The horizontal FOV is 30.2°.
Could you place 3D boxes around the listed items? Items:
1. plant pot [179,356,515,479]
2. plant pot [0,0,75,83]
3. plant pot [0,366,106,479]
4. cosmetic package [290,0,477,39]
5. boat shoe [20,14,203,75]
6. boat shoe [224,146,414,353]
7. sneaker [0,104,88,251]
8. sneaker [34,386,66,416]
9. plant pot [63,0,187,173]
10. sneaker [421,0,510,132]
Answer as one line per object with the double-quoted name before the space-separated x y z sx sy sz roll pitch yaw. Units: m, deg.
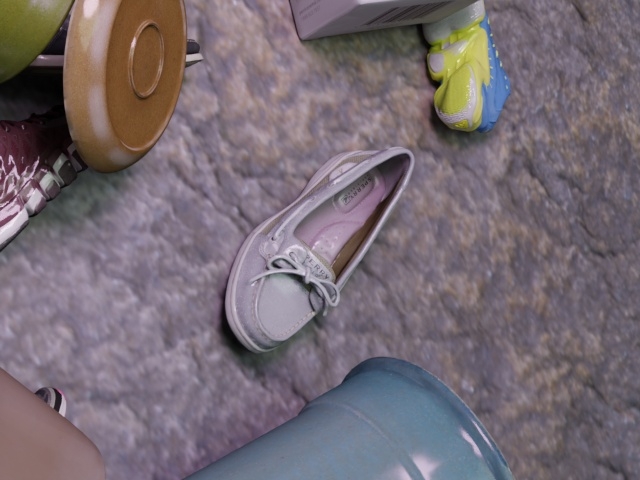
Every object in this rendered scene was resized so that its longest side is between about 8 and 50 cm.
"plant pot" -0.017 0.334 1.206 0.334 0.341 0.341 -20 93 -30
"plant pot" -0.404 -0.302 1.039 0.353 0.367 0.366 23 67 -45
"plant pot" -0.341 0.202 0.966 0.280 0.323 0.323 29 64 -30
"cosmetic package" 0.048 -0.502 1.501 0.230 0.161 0.453 -12 88 -30
"boat shoe" -0.231 -0.219 1.292 0.233 0.084 0.079 -2 86 -36
"boat shoe" 0.002 0.001 1.411 0.118 0.103 0.320 52 55 -17
"sneaker" -0.314 -0.116 1.196 0.162 0.106 0.281 48 57 -16
"sneaker" -0.319 0.196 1.149 0.170 0.063 0.074 -48 116 -29
"plant pot" -0.182 -0.180 1.170 0.236 0.032 0.236 10 90 -75
"sneaker" 0.206 -0.256 1.648 0.126 0.091 0.240 24 65 -52
